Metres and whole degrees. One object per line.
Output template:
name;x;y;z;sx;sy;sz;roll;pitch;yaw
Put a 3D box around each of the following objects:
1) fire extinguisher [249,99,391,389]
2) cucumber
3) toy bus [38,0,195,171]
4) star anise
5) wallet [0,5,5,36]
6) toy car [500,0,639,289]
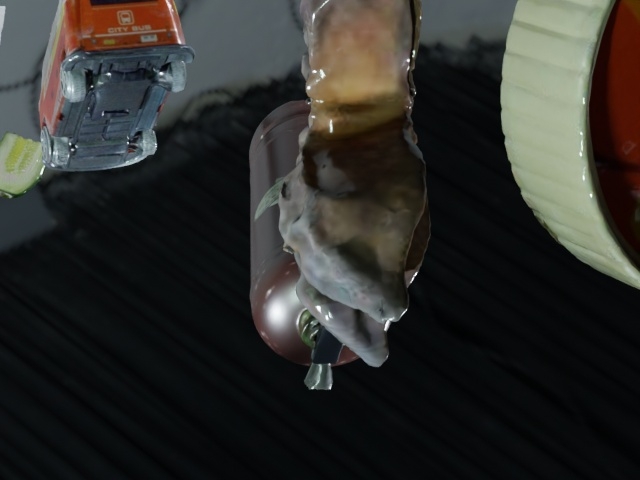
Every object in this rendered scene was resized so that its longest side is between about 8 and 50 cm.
fire extinguisher;0.000;0.000;1.421;0.114;0.337;0.135;5;122;-6
cucumber;-0.370;-0.082;2.120;0.107;0.067;0.035;-73;-178;-48
toy bus;-0.136;-0.104;1.097;0.079;0.077;0.174;-7;163;-18
star anise;0.013;-0.048;0.760;0.172;0.063;0.208;67;21;-88
wallet;-0.383;-0.232;2.032;0.044;0.011;0.083;-40;140;-77
toy car;0.159;-0.075;0.582;0.235;0.145;0.235;-9;111;-25
